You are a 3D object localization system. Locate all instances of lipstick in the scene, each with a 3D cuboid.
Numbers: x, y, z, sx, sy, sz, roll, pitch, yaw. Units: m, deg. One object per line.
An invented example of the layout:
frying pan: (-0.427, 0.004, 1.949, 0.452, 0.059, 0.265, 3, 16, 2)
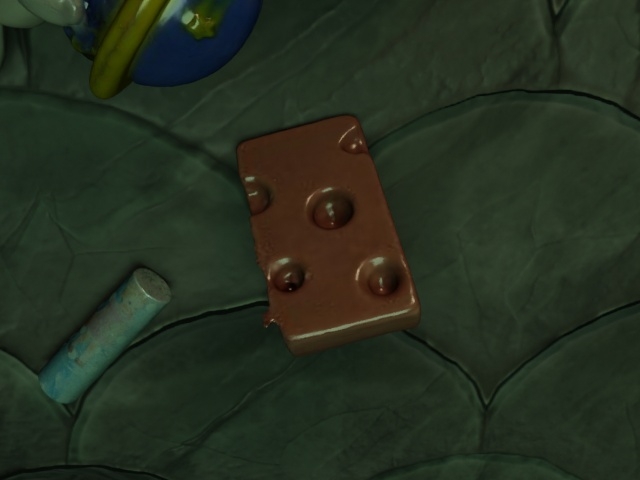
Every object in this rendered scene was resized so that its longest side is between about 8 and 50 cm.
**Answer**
lipstick: (-0.211, 0.094, 0.823, 0.048, 0.048, 0.158, 37, 110, -23)

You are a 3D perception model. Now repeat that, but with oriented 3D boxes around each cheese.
cheese: (0.007, 0.024, 0.776, 0.128, 0.202, 0.177, -16, 151, -1)

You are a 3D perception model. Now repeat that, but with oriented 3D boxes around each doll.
doll: (-0.181, -0.179, 0.606, 0.243, 0.159, 0.311, 33, 115, -23)
